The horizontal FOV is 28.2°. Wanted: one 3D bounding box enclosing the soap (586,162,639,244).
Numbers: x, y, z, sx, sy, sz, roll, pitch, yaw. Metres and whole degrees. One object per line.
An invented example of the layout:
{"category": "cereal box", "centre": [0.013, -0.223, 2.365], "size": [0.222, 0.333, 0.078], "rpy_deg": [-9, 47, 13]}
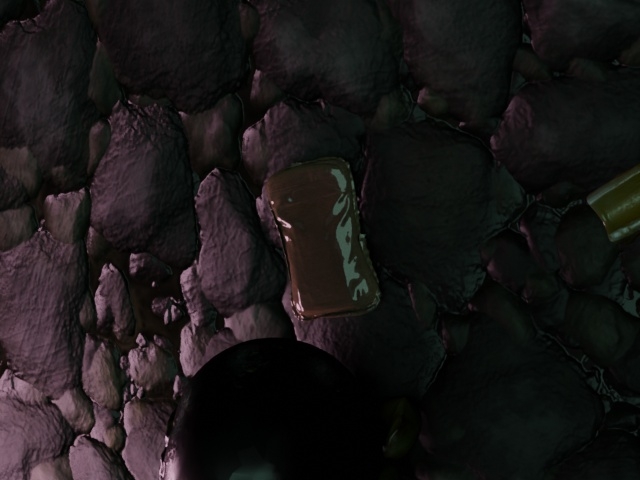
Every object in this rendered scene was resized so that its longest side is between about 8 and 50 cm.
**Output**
{"category": "soap", "centre": [0.416, -0.083, 1.383], "size": [0.232, 0.140, 0.073], "rpy_deg": [-33, 85, 27]}

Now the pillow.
{"category": "pillow", "centre": [0.002, -0.001, 1.662], "size": [0.135, 0.034, 0.211], "rpy_deg": [-9, 94, 31]}

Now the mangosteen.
{"category": "mangosteen", "centre": [-0.045, 0.277, 1.592], "size": [0.330, 0.330, 0.330], "rpy_deg": [5, 102, 25]}
